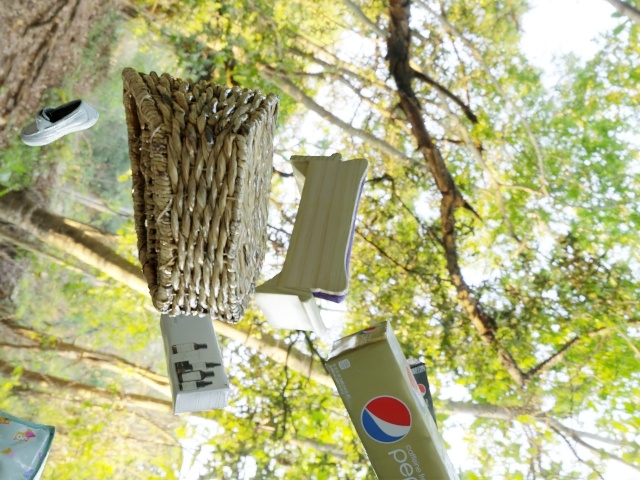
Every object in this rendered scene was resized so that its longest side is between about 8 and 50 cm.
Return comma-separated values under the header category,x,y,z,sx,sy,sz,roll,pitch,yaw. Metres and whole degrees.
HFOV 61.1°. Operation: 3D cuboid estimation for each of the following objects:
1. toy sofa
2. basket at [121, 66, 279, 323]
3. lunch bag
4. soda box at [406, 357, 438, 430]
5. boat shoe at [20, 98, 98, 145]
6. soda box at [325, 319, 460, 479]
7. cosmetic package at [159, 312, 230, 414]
category,x,y,z,sx,sy,sz,roll,pitch,yaw
toy sofa,0.000,0.000,1.106,0.150,0.177,0.362,74,22,-54
basket,-0.190,-0.049,0.721,0.213,0.223,0.299,-76,176,-57
lunch bag,-0.625,0.499,1.020,0.223,0.160,0.262,-60,-158,16
soda box,0.200,0.339,1.145,0.060,0.053,0.168,176,-97,-70
boat shoe,-0.714,-0.325,1.451,0.228,0.081,0.079,-16,-121,8
soda box,0.069,0.166,0.470,0.058,0.181,0.061,-24,-176,10
cosmetic package,-0.248,0.218,1.054,0.239,0.099,0.060,-121,-141,-48
